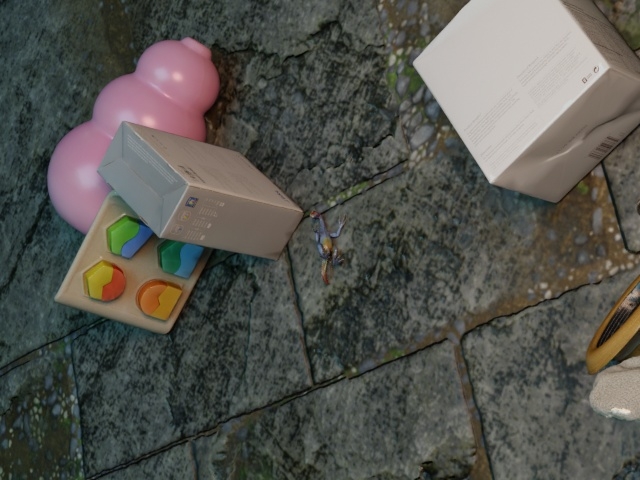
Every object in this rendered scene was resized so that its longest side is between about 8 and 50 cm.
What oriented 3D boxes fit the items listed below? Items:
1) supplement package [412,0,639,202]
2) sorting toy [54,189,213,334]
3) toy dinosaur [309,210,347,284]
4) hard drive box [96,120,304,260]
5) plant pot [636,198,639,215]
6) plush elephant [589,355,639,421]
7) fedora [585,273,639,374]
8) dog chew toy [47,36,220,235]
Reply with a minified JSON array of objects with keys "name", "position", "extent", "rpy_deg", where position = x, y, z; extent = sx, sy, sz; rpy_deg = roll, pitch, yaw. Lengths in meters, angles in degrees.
[{"name":"supplement package","position":[0.258,-0.191,1.581],"extent":[0.194,0.149,0.203],"rpy_deg":[-45,55,26]},{"name":"sorting toy","position":[-0.266,0.040,1.974],"extent":[0.208,0.193,0.038],"rpy_deg":[-59,32,18]},{"name":"toy dinosaur","position":[0.000,0.000,1.849],"extent":[0.090,0.047,0.082],"rpy_deg":[-63,30,26]},{"name":"hard drive box","position":[-0.167,-0.069,1.879],"extent":[0.181,0.232,0.089],"rpy_deg":[43,111,39]},{"name":"plant pot","position":[0.429,-0.105,1.419],"extent":[0.167,0.167,0.165],"rpy_deg":[-4,71,41]},{"name":"plush elephant","position":[0.407,0.223,1.297],"extent":[0.272,0.255,0.330],"rpy_deg":[-1,81,41]},{"name":"fedora","position":[0.371,0.084,1.449],"extent":[0.079,0.194,0.194],"rpy_deg":[38,110,3]},{"name":"dog chew toy","position":[-0.268,-0.157,2.019],"extent":[0.206,0.207,0.331],"rpy_deg":[39,99,39]}]
